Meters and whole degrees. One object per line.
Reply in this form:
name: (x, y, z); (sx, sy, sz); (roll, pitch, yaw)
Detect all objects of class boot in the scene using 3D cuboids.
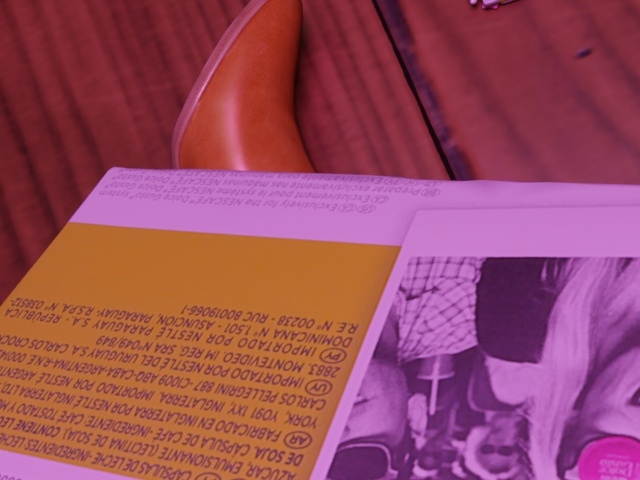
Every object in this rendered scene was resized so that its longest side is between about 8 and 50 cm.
boot: (0.000, 0.001, 0.731); (0.211, 0.104, 0.295); (23, 89, 12)

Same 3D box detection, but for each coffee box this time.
coffee box: (0.028, 0.205, 0.448); (0.338, 0.338, 0.334); (5, 47, 30)

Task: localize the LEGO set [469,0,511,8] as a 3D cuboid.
LEGO set: (0.156, -0.236, 0.722); (0.287, 0.132, 0.107); (-23, 78, 31)
